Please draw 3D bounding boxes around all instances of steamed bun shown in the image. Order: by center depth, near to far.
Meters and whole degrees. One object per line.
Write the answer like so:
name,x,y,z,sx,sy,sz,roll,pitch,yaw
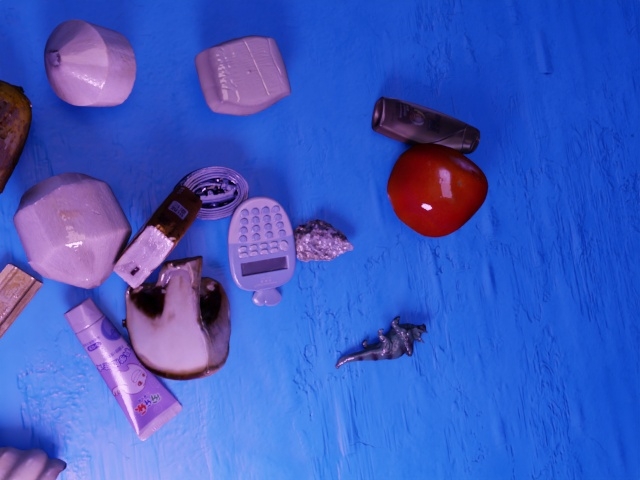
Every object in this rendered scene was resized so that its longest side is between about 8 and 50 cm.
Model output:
steamed bun,-0.213,-0.436,1.631,0.250,0.154,0.200,-20,93,-28

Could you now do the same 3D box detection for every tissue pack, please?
tissue pack,-0.387,-0.016,1.447,0.092,0.226,0.183,42,116,-13

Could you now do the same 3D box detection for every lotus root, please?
lotus root,-0.794,-0.191,1.366,0.179,0.196,0.398,23,78,-11

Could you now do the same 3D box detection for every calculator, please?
calculator,-0.158,0.032,1.623,0.188,0.042,0.303,-8,104,-25

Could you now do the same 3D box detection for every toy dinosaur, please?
toy dinosaur,0.179,0.287,1.725,0.291,0.079,0.120,-7,84,-18

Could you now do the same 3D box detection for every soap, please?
soap,-0.770,0.178,1.408,0.092,0.037,0.252,36,73,-11

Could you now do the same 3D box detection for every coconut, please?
coconut,-0.570,-0.015,1.402,0.237,0.237,0.266,-26,94,-21
coconut,-0.564,-0.424,1.455,0.202,0.222,0.202,3,98,23

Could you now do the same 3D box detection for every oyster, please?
oyster,0.000,0.000,1.704,0.177,0.064,0.125,-17,93,-20

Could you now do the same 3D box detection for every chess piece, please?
chess piece,-0.749,0.484,1.314,0.330,0.182,0.182,36,72,-7

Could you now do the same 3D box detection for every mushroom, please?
mushroom,-0.359,0.192,1.519,0.217,0.212,0.292,-12,94,20

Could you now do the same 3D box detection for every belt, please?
belt,-0.292,-0.125,1.599,0.190,0.082,0.142,-13,97,-21

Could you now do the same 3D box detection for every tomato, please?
tomato,0.350,-0.150,1.763,0.298,0.226,0.299,1,86,-23

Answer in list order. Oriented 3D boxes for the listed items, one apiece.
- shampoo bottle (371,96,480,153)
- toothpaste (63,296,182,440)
shampoo bottle,0.330,-0.346,1.858,0.350,0.084,0.126,13,77,-19
toothpaste,-0.492,0.311,1.484,0.125,0.080,0.371,-36,103,-24
